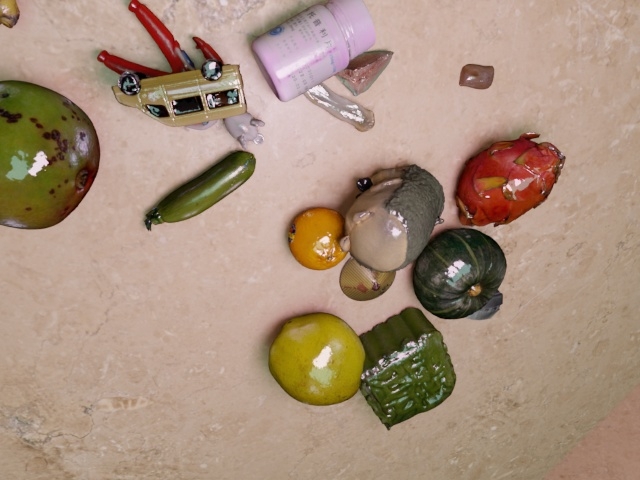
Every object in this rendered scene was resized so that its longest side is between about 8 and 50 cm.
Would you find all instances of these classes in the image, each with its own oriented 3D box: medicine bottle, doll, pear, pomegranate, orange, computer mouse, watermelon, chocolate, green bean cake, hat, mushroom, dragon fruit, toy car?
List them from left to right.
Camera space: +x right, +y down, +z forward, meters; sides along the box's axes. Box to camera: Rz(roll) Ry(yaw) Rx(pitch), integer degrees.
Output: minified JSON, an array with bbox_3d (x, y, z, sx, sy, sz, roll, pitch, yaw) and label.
[{"bbox_3d":[-0.608,-0.186,0.817,0.323,0.291,0.291,39,99,-19],"label":"pomegranate"},{"bbox_3d":[-0.282,-0.295,0.862,0.256,0.101,0.125,-12,112,-4],"label":"toy car"},{"bbox_3d":[-0.282,-0.342,0.944,0.384,0.099,0.188,37,101,-21],"label":"doll"},{"bbox_3d":[-0.015,-0.436,0.943,0.254,0.152,0.152,-32,119,0],"label":"medicine bottle"},{"bbox_3d":[-0.004,0.355,1.252,0.293,0.294,0.295,-7,116,-14],"label":"pear"},{"bbox_3d":[-0.001,-0.003,1.153,0.177,0.155,0.178,-4,103,-19],"label":"orange"},{"bbox_3d":[0.048,-0.341,1.068,0.202,0.054,0.059,22,101,-19],"label":"mushroom"},{"bbox_3d":[0.112,-0.419,1.041,0.155,0.080,0.101,-40,130,-14],"label":"watermelon"},{"bbox_3d":[0.162,0.127,1.301,0.192,0.082,0.193,-7,117,-15],"label":"hat"},{"bbox_3d":[0.192,-0.075,1.095,0.349,0.247,0.248,-40,127,-38],"label":"doll"},{"bbox_3d":[0.280,0.429,1.403,0.319,0.218,0.335,-32,121,-1],"label":"green bean cake"},{"bbox_3d":[0.431,-0.448,1.142,0.100,0.031,0.065,3,109,-16],"label":"chocolate"},{"bbox_3d":[0.559,0.230,1.475,0.231,0.071,0.126,10,111,-22],"label":"computer mouse"},{"bbox_3d":[0.516,-0.164,1.186,0.250,0.251,0.315,-12,160,-11],"label":"dragon fruit"}]

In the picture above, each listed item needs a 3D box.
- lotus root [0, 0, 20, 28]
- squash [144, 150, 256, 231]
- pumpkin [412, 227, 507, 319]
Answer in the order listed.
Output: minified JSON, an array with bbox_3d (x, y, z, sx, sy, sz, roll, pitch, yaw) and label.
[{"bbox_3d":[-0.593,-0.541,0.721,0.169,0.141,0.315,-9,118,-8],"label":"lotus root"},{"bbox_3d":[-0.300,-0.118,1.044,0.331,0.087,0.087,-31,119,0],"label":"squash"},{"bbox_3d":[0.421,0.101,1.301,0.299,0.207,0.301,-16,128,-21],"label":"pumpkin"}]
